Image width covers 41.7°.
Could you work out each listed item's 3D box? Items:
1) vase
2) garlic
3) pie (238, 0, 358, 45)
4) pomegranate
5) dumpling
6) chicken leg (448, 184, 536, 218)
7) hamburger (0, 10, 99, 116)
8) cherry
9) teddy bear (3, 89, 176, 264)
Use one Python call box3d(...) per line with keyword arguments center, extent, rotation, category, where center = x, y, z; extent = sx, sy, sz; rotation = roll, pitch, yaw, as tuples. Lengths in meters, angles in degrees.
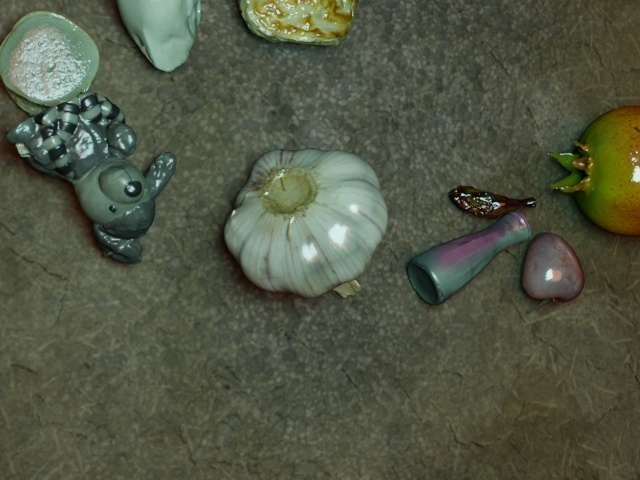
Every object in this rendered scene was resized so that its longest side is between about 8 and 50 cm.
box3d(center=(0.251, 0.021, 1.381), extent=(0.214, 0.086, 0.086), rotation=(-29, 97, -20), category="vase")
box3d(center=(0.000, 0.000, 1.265), extent=(0.245, 0.245, 0.253), rotation=(-46, 138, -13), category="garlic")
box3d(center=(-0.035, -0.387, 1.300), extent=(0.205, 0.084, 0.178), rotation=(-2, 90, -19), category="pie")
box3d(center=(0.509, -0.114, 1.399), extent=(0.257, 0.221, 0.221), rotation=(-3, 89, -9), category="pomegranate")
box3d(center=(-0.231, -0.368, 1.225), extent=(0.151, 0.124, 0.229), rotation=(-30, 118, -35), category="dumpling")
box3d(center=(0.285, -0.064, 1.394), extent=(0.145, 0.062, 0.037), rotation=(12, 128, 9), category="chicken leg")
box3d(center=(-0.391, -0.251, 1.198), extent=(0.133, 0.062, 0.140), rotation=(38, 76, -17), category="hamburger")
box3d(center=(0.388, 0.053, 1.415), extent=(0.106, 0.087, 0.126), rotation=(-21, 97, -21), category="cherry")
box3d(center=(-0.293, -0.105, 1.185), extent=(0.251, 0.144, 0.171), rotation=(46, 62, -14), category="teddy bear")
